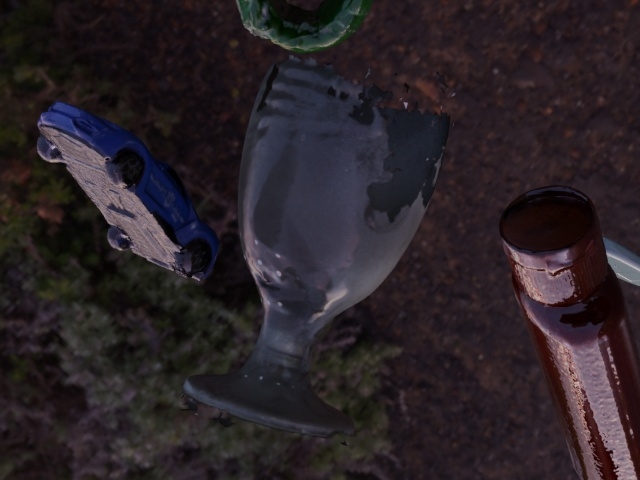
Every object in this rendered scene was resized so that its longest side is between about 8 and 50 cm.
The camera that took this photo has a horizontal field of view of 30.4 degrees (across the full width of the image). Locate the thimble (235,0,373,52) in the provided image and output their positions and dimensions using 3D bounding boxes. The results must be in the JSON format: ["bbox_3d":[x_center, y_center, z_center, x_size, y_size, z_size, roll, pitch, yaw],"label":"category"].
[{"bbox_3d":[-0.011,-0.220,0.951,0.118,0.090,0.130,32,117,-14],"label":"thimble"}]

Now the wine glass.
[{"bbox_3d":[-0.004,0.001,1.094,0.190,0.357,0.190,18,-178,-1],"label":"wine glass"}]

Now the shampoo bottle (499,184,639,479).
[{"bbox_3d":[0.179,0.074,0.791,0.102,0.064,0.260,-114,-1,-48],"label":"shampoo bottle"}]

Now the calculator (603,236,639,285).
[{"bbox_3d":[0.391,0.024,1.575,0.153,0.021,0.095,27,169,-14],"label":"calculator"}]

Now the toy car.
[{"bbox_3d":[-0.156,-0.045,0.985,0.103,0.063,0.216,20,154,35],"label":"toy car"}]
